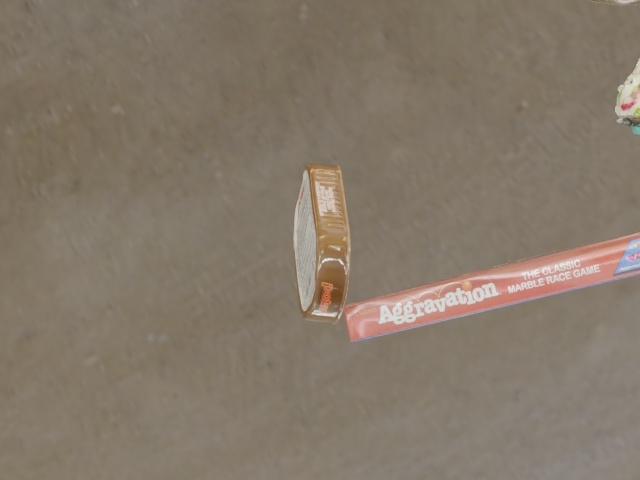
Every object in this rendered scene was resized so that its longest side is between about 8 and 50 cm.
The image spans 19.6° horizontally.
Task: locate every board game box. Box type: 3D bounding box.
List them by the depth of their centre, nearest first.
[{"bbox_3d":[0.168,0.015,1.156,0.281,0.027,0.145,-15,178,26],"label":"board game box"}]

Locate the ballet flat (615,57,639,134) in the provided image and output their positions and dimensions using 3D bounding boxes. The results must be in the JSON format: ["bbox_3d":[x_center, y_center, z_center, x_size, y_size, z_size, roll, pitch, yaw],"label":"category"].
[{"bbox_3d":[0.225,-0.098,0.897,0.241,0.091,0.077,-10,97,-42],"label":"ballet flat"}]

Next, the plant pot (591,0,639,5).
[{"bbox_3d":[0.322,-0.393,1.911,0.215,0.215,0.230,-24,158,-9],"label":"plant pot"}]

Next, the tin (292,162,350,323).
[{"bbox_3d":[0.000,0.000,1.812,0.040,0.190,0.106,8,126,-12],"label":"tin"}]
